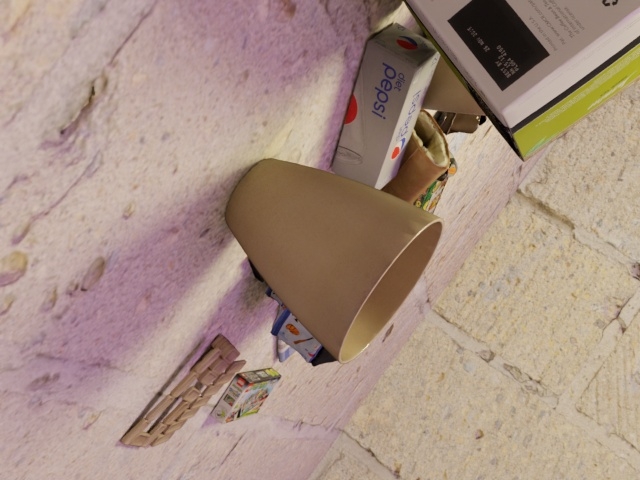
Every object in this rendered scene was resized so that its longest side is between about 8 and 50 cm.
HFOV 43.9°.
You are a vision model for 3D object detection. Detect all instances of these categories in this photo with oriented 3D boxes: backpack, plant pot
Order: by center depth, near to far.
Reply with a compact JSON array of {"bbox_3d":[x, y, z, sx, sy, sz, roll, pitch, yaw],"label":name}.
[{"bbox_3d":[0.000,0.000,1.188,0.256,0.274,0.256,-48,162,-21],"label":"plant pot"},{"bbox_3d":[0.297,-0.328,1.442,0.284,0.284,0.191,-19,117,-62],"label":"plant pot"},{"bbox_3d":[0.017,0.093,1.496,0.263,0.213,0.276,-56,172,-33],"label":"backpack"}]

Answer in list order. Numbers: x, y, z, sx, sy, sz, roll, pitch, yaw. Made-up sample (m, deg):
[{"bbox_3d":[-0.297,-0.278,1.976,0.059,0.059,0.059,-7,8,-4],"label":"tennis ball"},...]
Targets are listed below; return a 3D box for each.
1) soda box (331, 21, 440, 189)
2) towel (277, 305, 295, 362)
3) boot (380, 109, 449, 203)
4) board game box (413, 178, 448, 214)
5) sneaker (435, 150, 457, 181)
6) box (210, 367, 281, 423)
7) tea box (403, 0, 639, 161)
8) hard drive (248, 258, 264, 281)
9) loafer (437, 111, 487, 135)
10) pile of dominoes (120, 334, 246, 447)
[{"bbox_3d":[0.108,-0.219,1.365,0.091,0.098,0.286,-42,159,-40],"label":"soda box"},{"bbox_3d":[-0.024,0.155,1.822,0.209,0.034,0.285,-45,161,-26],"label":"towel"},{"bbox_3d":[0.171,-0.081,1.523,0.089,0.236,0.269,-19,162,-30],"label":"boot"},{"bbox_3d":[0.292,-0.101,2.194,0.136,0.030,0.260,-39,157,-37],"label":"board game box"},{"bbox_3d":[0.247,-0.180,1.771,0.100,0.108,0.271,-60,166,17],"label":"sneaker"},{"bbox_3d":[-0.165,0.349,1.802,0.114,0.036,0.207,-57,163,5],"label":"box"},{"bbox_3d":[0.256,-0.322,1.084,0.220,0.329,0.323,-36,166,12],"label":"tea box"},{"bbox_3d":[-0.074,0.005,1.426,0.135,0.022,0.094,-50,162,-16],"label":"hard drive"},{"bbox_3d":[0.341,-0.292,1.881,0.220,0.078,0.080,-32,152,-52],"label":"loafer"},{"bbox_3d":[-0.255,0.284,1.483,0.251,0.040,0.196,-44,162,-8],"label":"pile of dominoes"}]
